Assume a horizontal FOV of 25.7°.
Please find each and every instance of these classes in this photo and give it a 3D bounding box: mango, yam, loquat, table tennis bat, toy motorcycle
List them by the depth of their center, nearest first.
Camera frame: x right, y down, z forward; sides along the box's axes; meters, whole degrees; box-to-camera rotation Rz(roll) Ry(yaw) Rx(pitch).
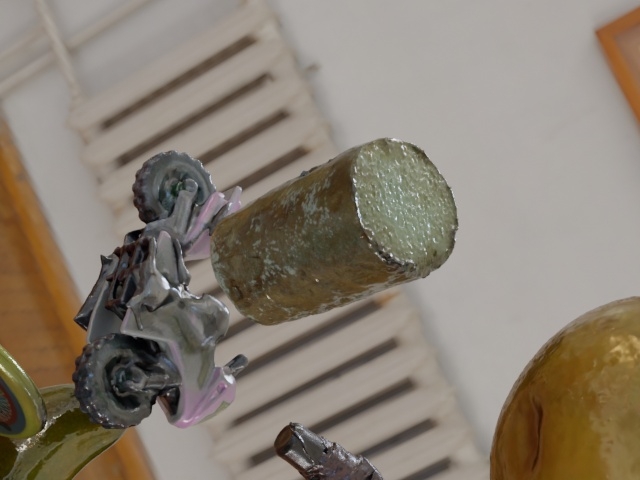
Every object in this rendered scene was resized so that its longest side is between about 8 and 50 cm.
[{"bbox_3d":[0.202,0.128,0.793,0.213,0.213,0.213,53,18,-25],"label":"loquat"},{"bbox_3d":[0.000,0.000,1.035,0.107,0.194,0.107,16,64,-37],"label":"yam"},{"bbox_3d":[-0.421,0.091,1.397,0.054,0.369,0.224,-53,152,-29],"label":"table tennis bat"},{"bbox_3d":[-0.340,0.251,1.489,0.289,0.146,0.129,-46,126,-33],"label":"mango"},{"bbox_3d":[-0.157,0.068,1.543,0.188,0.143,0.327,31,59,-30],"label":"toy motorcycle"}]

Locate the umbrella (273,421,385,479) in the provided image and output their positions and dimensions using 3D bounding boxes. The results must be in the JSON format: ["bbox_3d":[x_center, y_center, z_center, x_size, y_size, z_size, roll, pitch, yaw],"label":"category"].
[{"bbox_3d":[0.066,0.363,1.982,0.326,0.090,0.094,38,14,-20],"label":"umbrella"}]
